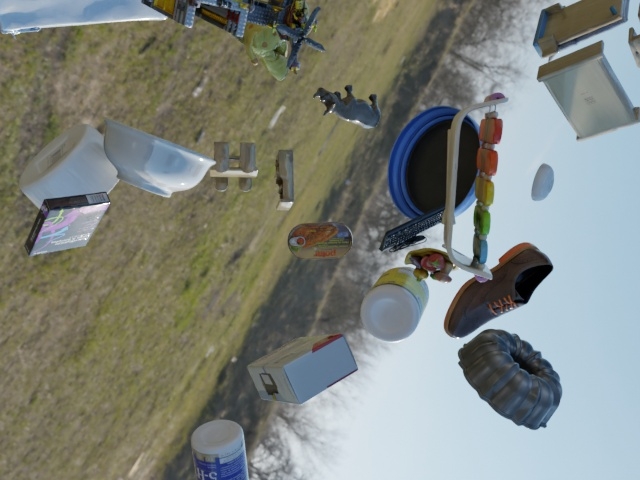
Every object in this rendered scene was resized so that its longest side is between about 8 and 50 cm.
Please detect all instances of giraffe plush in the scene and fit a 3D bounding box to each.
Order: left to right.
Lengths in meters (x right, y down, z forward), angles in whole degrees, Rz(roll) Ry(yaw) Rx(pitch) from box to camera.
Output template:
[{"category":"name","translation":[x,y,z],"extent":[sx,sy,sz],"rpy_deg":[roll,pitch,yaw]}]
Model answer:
[{"category":"giraffe plush","translation":[-0.094,-0.494,1.480],"extent":[0.170,0.181,0.210],"rpy_deg":[-33,170,19]}]

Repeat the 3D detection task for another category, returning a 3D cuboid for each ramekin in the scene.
[{"category":"ramekin","translation":[-0.669,-0.185,1.748],"extent":[0.277,0.135,0.277],"rpy_deg":[-25,-143,20]}]

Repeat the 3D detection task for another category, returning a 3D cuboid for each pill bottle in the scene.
[{"category":"pill bottle","translation":[-0.214,0.496,1.407],"extent":[0.112,0.112,0.186],"rpy_deg":[-60,147,-69]},{"category":"pill bottle","translation":[0.257,0.196,2.154],"extent":[0.188,0.188,0.334],"rpy_deg":[-60,172,19]}]

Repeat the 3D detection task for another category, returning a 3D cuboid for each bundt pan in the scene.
[{"category":"bundt pan","translation":[0.573,0.386,1.911],"extent":[0.124,0.331,0.331],"rpy_deg":[-55,-178,26]}]

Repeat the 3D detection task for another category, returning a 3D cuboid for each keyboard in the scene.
[{"category":"keyboard","translation":[0.224,-0.018,1.503],"extent":[0.192,0.038,0.100],"rpy_deg":[-24,153,-22]}]

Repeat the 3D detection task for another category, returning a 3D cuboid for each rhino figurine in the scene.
[{"category":"rhino figurine","translation":[0.075,-0.374,1.807],"extent":[0.073,0.243,0.106],"rpy_deg":[-34,-119,41]}]

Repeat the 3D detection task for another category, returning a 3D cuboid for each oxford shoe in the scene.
[{"category":"oxford shoe","translation":[0.376,0.118,1.388],"extent":[0.271,0.097,0.098],"rpy_deg":[-46,-156,7]}]

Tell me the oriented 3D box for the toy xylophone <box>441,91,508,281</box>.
[{"category":"toy xylophone","translation":[0.264,-0.101,1.141],"extent":[0.236,0.081,0.322],"rpy_deg":[-68,160,-71]}]

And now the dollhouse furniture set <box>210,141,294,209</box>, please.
[{"category":"dollhouse furniture set","translation":[-0.205,-0.181,1.933],"extent":[0.212,0.242,0.161],"rpy_deg":[133,-44,-76]}]

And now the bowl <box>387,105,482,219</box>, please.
[{"category":"bowl","translation":[0.388,-0.247,2.151],"extent":[0.391,0.077,0.391],"rpy_deg":[-12,-107,47]}]

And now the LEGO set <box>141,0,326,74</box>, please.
[{"category":"LEGO set","translation":[-0.106,-0.414,0.978],"extent":[0.331,0.192,0.255],"rpy_deg":[8,112,-42]}]

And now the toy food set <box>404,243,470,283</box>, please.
[{"category":"toy food set","translation":[0.322,0.080,1.847],"extent":[0.218,0.128,0.071],"rpy_deg":[-20,-137,60]}]

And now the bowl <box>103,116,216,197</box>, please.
[{"category":"bowl","translation":[-0.424,-0.195,1.648],"extent":[0.298,0.298,0.134],"rpy_deg":[-57,168,-88]}]

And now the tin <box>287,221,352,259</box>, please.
[{"category":"tin","translation":[0.000,0.000,1.888],"extent":[0.040,0.190,0.106],"rpy_deg":[-21,109,-80]}]

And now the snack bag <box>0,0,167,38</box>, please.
[{"category":"snack bag","translation":[-0.418,-0.527,1.128],"extent":[0.342,0.323,0.037],"rpy_deg":[99,-29,-45]}]

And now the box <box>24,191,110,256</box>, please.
[{"category":"box","translation":[-0.473,-0.030,1.213],"extent":[0.116,0.029,0.162],"rpy_deg":[-14,159,-43]}]

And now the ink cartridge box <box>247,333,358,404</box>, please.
[{"category":"ink cartridge box","translation":[-0.035,0.225,1.151],"extent":[0.127,0.072,0.175],"rpy_deg":[-25,-178,-27]}]

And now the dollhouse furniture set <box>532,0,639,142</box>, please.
[{"category":"dollhouse furniture set","translation":[0.640,-0.417,1.414],"extent":[0.286,0.198,0.303],"rpy_deg":[-16,-139,42]}]

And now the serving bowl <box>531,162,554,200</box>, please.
[{"category":"serving bowl","translation":[0.478,-0.122,1.387],"extent":[0.083,0.027,0.083],"rpy_deg":[-32,131,-46]}]
